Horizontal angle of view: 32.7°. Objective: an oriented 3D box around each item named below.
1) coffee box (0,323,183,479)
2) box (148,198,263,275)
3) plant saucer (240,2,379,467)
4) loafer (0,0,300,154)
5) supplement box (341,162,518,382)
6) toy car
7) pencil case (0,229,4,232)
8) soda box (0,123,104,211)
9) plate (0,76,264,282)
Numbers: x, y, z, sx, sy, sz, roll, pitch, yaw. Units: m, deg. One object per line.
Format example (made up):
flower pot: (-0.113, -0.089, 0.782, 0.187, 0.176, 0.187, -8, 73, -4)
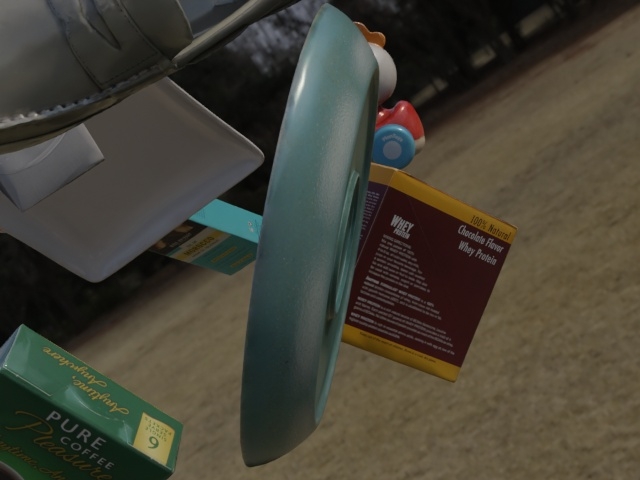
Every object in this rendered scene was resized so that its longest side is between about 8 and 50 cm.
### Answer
coffee box: (-0.174, 0.137, 0.623, 0.184, 0.113, 0.040, -45, 20, 30)
box: (-0.192, -0.019, 1.651, 0.100, 0.060, 0.244, -32, -33, 30)
plant saucer: (0.000, 0.000, 0.750, 0.044, 0.317, 0.317, 9, 9, 5)
loafer: (-0.120, -0.144, 0.647, 0.319, 0.112, 0.111, -33, 6, -22)
supplement box: (0.086, 0.031, 1.248, 0.129, 0.191, 0.194, 21, 88, 59)
toy car: (0.051, -0.235, 1.789, 0.210, 0.238, 0.219, -11, 11, 8)
pencil case: (-0.492, -0.061, 1.592, 0.236, 0.104, 0.104, -1, -16, -32)
soda box: (-0.306, -0.170, 0.942, 0.091, 0.286, 0.098, -35, 27, -15)
plate: (-0.248, -0.093, 1.198, 0.278, 0.277, 0.045, -34, 45, 19)
